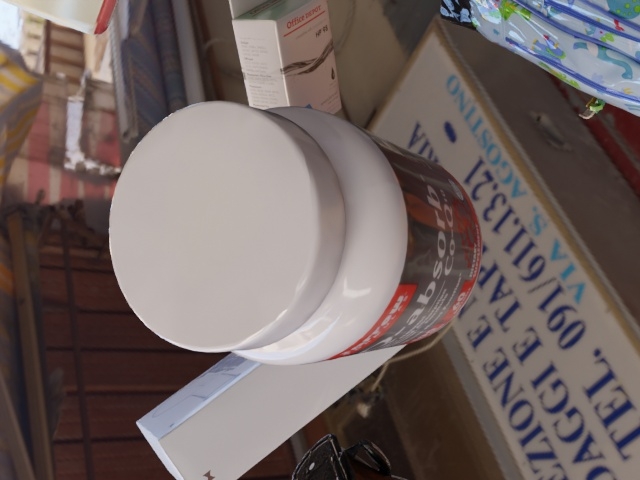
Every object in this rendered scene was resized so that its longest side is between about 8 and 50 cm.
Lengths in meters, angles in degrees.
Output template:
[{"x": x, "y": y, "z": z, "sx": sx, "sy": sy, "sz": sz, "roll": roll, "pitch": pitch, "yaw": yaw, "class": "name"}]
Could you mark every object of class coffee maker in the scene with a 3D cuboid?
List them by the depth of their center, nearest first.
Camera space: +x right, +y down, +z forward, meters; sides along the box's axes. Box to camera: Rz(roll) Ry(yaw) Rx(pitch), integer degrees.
[{"x": 0.062, "y": 0.375, "z": 1.057, "sx": 0.178, "sy": 0.120, "sz": 0.171, "roll": 34, "pitch": -144, "yaw": -27, "class": "coffee maker"}]

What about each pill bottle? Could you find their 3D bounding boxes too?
[{"x": 0.000, "y": 0.000, "z": 0.684, "sx": 0.210, "sy": 0.210, "sz": 0.363, "roll": 49, "pitch": -163, "yaw": 20, "class": "pill bottle"}]

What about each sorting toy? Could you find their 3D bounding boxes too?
[{"x": 0.322, "y": -0.165, "z": 0.891, "sx": 0.012, "sy": 0.062, "sz": 0.083, "roll": 41, "pitch": -163, "yaw": 2, "class": "sorting toy"}]

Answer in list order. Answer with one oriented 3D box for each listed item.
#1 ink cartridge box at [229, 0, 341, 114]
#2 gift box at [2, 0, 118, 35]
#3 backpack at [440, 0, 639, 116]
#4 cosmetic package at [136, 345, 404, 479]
[{"x": -0.037, "y": -0.213, "z": 0.873, "sx": 0.060, "sy": 0.180, "sz": 0.104, "roll": 13, "pitch": -141, "yaw": 31, "class": "ink cartridge box"}, {"x": -0.132, "y": -0.271, "z": 0.311, "sx": 0.258, "sy": 0.255, "sz": 0.276, "roll": 19, "pitch": -144, "yaw": -22, "class": "gift box"}, {"x": 0.336, "y": -0.260, "z": 0.762, "sx": 0.355, "sy": 0.290, "sz": 0.273, "roll": 46, "pitch": 178, "yaw": 13, "class": "backpack"}, {"x": -0.046, "y": 0.166, "z": 1.008, "sx": 0.377, "sy": 0.284, "sz": 0.097, "roll": -35, "pitch": -85, "yaw": -20, "class": "cosmetic package"}]
